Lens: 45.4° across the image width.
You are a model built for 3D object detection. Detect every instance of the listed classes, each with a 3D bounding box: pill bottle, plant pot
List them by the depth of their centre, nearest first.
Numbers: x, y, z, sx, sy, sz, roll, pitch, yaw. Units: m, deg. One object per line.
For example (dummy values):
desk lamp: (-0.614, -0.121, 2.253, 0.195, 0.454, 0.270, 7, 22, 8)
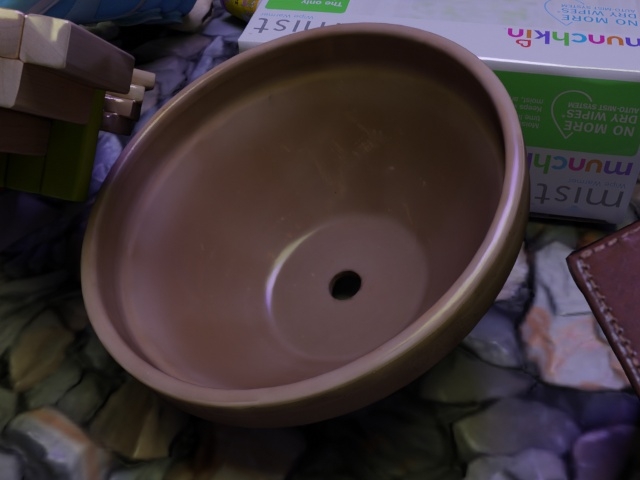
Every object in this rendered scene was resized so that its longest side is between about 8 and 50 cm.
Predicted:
plant pot: (0.000, 0.000, 0.424, 0.237, 0.109, 0.237, -12, 52, 17)
pill bottle: (-0.055, -0.224, 0.724, 0.043, 0.043, 0.083, -36, 53, -29)

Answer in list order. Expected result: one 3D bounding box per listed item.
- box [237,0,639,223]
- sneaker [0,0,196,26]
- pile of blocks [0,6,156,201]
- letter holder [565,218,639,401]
box: (0.097, -0.140, 0.573, 0.262, 0.126, 0.231, 8, 44, 11)
sneaker: (-0.235, -0.222, 0.697, 0.319, 0.127, 0.208, -19, -3, 24)
pile of blocks: (-0.195, -0.066, 0.488, 0.149, 0.112, 0.362, 10, 4, -20)
letter holder: (0.284, 0.049, 0.260, 0.302, 0.152, 0.214, -29, 45, 16)
